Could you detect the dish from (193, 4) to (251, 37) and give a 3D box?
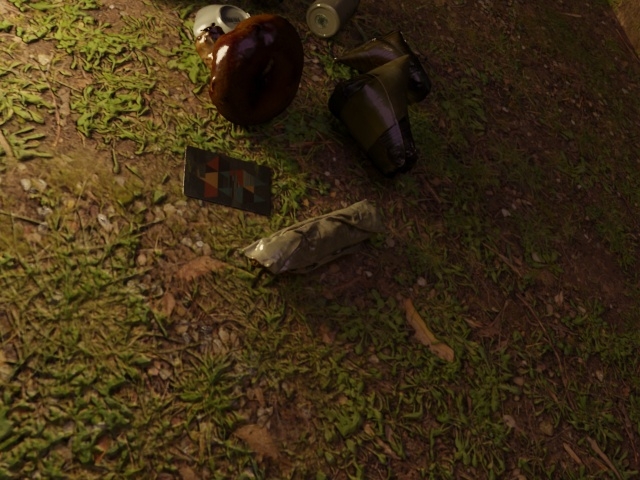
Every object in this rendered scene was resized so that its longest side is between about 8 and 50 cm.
[{"bbox_3d":[-0.231,-0.553,1.831,0.190,0.066,0.191,16,54,-23],"label":"dish"}]

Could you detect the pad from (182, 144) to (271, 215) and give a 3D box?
[{"bbox_3d":[-0.210,-0.137,1.623,0.211,0.003,0.143,12,56,-24],"label":"pad"}]

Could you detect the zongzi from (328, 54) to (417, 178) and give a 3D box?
[{"bbox_3d":[0.213,-0.341,1.885,0.317,0.154,0.289,-33,85,-26],"label":"zongzi"}]

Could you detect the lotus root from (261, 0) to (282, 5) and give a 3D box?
[{"bbox_3d":[-0.155,-0.710,1.976,0.143,0.070,0.144,13,51,-32],"label":"lotus root"}]

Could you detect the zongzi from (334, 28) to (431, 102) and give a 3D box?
[{"bbox_3d":[0.186,-0.472,2.014,0.242,0.112,0.221,-29,80,-32],"label":"zongzi"}]

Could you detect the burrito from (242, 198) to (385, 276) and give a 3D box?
[{"bbox_3d":[0.000,0.000,1.616,0.392,0.076,0.117,-22,75,-39],"label":"burrito"}]

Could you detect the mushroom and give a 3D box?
[{"bbox_3d":[-0.160,-0.417,1.715,0.267,0.267,0.254,12,26,-25],"label":"mushroom"}]

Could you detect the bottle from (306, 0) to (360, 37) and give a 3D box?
[{"bbox_3d":[0.050,-0.689,2.063,0.110,0.110,0.233,36,48,-7],"label":"bottle"}]
